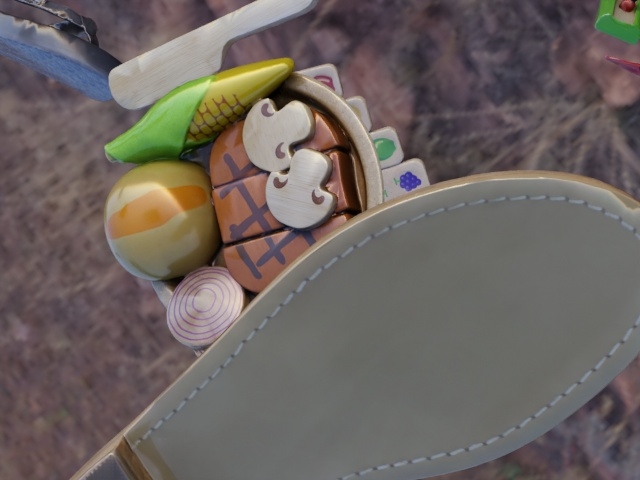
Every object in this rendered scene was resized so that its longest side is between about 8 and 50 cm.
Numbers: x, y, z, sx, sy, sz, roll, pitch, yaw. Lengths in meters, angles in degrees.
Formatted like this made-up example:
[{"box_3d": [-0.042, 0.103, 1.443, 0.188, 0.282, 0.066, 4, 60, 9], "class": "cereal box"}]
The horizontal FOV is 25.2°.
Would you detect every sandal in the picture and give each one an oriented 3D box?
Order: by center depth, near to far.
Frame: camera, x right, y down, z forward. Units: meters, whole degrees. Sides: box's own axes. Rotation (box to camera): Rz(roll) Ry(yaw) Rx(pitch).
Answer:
[{"box_3d": [0.002, 0.045, 0.475, 0.088, 0.240, 0.079, 51, -164, -10], "class": "sandal"}, {"box_3d": [-0.230, -0.171, 1.135, 0.097, 0.054, 0.254, 34, 176, -40], "class": "sandal"}]

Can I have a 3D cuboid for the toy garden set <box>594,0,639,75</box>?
[{"box_3d": [0.378, -0.173, 1.335, 0.244, 0.204, 0.049, 22, 131, 0], "class": "toy garden set"}]

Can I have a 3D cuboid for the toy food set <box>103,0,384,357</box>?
[{"box_3d": [-0.035, -0.012, 0.615, 0.132, 0.038, 0.192, -23, 73, 24], "class": "toy food set"}]

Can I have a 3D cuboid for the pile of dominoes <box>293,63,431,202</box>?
[{"box_3d": [0.000, 0.000, 1.093, 0.251, 0.196, 0.040, 48, -163, -6], "class": "pile of dominoes"}]
